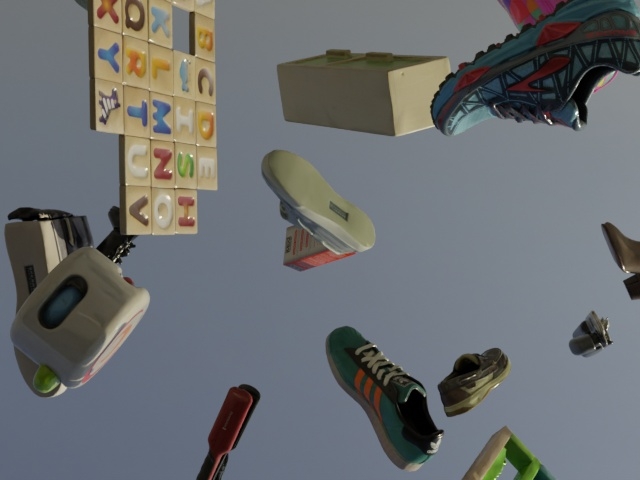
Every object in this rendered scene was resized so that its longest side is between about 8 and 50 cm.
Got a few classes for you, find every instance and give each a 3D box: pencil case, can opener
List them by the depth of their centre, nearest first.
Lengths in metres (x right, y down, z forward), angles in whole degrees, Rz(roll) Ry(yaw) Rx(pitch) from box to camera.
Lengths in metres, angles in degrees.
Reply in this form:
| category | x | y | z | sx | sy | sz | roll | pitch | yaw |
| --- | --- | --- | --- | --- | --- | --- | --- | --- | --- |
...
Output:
| category | x | y | z | sx | sy | sz | roll | pitch | yaw |
| --- | --- | --- | --- | --- | --- | --- | --- | --- | --- |
| pencil case | 0.297 | -0.286 | 1.357 | 0.104 | 0.104 | 0.236 | -11 | -126 | -20 |
| can opener | 0.549 | 0.199 | 2.181 | 0.093 | 0.074 | 0.280 | -22 | 167 | 6 |

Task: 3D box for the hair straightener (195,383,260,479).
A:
| category | x | y | z | sx | sy | sz | roll | pitch | yaw |
| --- | --- | --- | --- | --- | --- | --- | --- | --- | --- |
| hair straightener | -0.143 | 0.323 | 1.588 | 0.047 | 0.230 | 0.089 | 21 | -174 | 15 |

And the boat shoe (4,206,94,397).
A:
| category | x | y | z | sx | sy | sz | roll | pitch | yaw |
| --- | --- | --- | --- | --- | --- | --- | --- | --- | --- |
| boat shoe | -0.468 | 0.104 | 1.921 | 0.127 | 0.340 | 0.158 | -2 | -176 | 27 |

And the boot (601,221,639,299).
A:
| category | x | y | z | sx | sy | sz | roll | pitch | yaw |
| --- | --- | --- | --- | --- | --- | --- | --- | --- | --- |
| boot | 0.361 | 0.013 | 1.137 | 0.087 | 0.118 | 0.042 | -24 | -149 | 11 |

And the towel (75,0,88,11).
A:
| category | x | y | z | sx | sy | sz | roll | pitch | yaw |
| --- | --- | --- | --- | --- | --- | --- | --- | --- | --- |
| towel | -0.329 | -0.360 | 1.714 | 0.110 | 0.148 | 0.027 | 8 | -121 | 55 |

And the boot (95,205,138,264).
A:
| category | x | y | z | sx | sy | sz | roll | pitch | yaw |
| --- | --- | --- | --- | --- | --- | --- | --- | --- | --- |
| boot | -0.379 | -0.007 | 1.938 | 0.121 | 0.045 | 0.099 | 24 | -108 | 48 |

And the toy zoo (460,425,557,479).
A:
| category | x | y | z | sx | sy | sz | roll | pitch | yaw |
| --- | --- | --- | --- | --- | --- | --- | --- | --- | --- |
| toy zoo | 0.290 | 0.383 | 1.294 | 0.293 | 0.030 | 0.192 | 48 | -148 | 6 |

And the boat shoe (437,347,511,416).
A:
| category | x | y | z | sx | sy | sz | roll | pitch | yaw |
| --- | --- | --- | --- | --- | --- | --- | --- | --- | --- |
| boat shoe | 0.272 | 0.234 | 1.875 | 0.080 | 0.073 | 0.223 | -19 | -171 | 36 |

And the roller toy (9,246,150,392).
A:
| category | x | y | z | sx | sy | sz | roll | pitch | yaw |
| --- | --- | --- | --- | --- | --- | --- | --- | --- | --- |
| roller toy | -0.365 | 0.110 | 1.596 | 0.146 | 0.191 | 0.209 | 39 | -147 | 1 |

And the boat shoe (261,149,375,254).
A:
| category | x | y | z | sx | sy | sz | roll | pitch | yaw |
| --- | --- | --- | --- | --- | --- | --- | --- | --- | --- |
| boat shoe | -0.018 | -0.046 | 1.555 | 0.081 | 0.227 | 0.079 | -24 | -139 | 38 |

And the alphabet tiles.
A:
| category | x | y | z | sx | sy | sz | roll | pitch | yaw |
| --- | --- | --- | --- | --- | --- | --- | --- | --- | --- |
| alphabet tiles | -0.134 | -0.123 | 0.880 | 0.009 | 0.237 | 0.198 | -1 | 180 | 21 |

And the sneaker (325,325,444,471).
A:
| category | x | y | z | sx | sy | sz | roll | pitch | yaw |
| --- | --- | --- | --- | --- | --- | --- | --- | --- | --- |
| sneaker | 0.125 | 0.267 | 1.938 | 0.108 | 0.121 | 0.302 | -15 | -117 | -43 |

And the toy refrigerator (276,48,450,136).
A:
| category | x | y | z | sx | sy | sz | roll | pitch | yaw |
| --- | --- | --- | --- | --- | --- | --- | --- | --- | --- |
| toy refrigerator | 0.055 | -0.207 | 1.434 | 0.102 | 0.094 | 0.269 | -18 | -162 | -29 |

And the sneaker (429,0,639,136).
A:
| category | x | y | z | sx | sy | sz | roll | pitch | yaw |
| --- | --- | --- | --- | --- | --- | --- | --- | --- | --- |
| sneaker | 0.234 | -0.165 | 1.146 | 0.262 | 0.125 | 0.104 | -31 | 170 | 36 |

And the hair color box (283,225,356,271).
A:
| category | x | y | z | sx | sy | sz | roll | pitch | yaw |
| --- | --- | --- | --- | --- | --- | --- | --- | --- | --- |
| hair color box | 0.000 | 0.000 | 1.773 | 0.043 | 0.072 | 0.141 | 23 | 152 | -38 |
